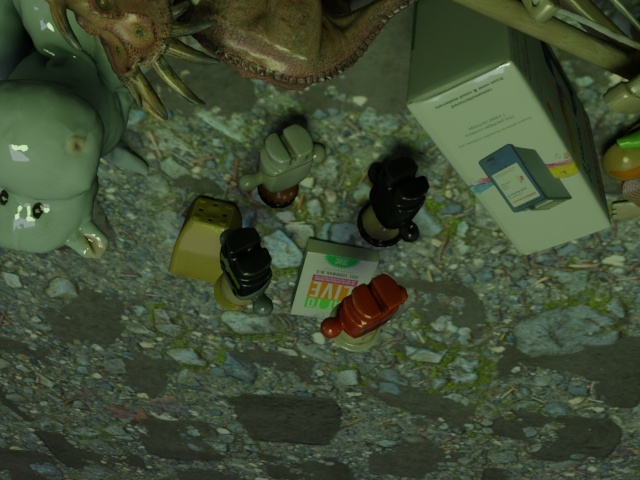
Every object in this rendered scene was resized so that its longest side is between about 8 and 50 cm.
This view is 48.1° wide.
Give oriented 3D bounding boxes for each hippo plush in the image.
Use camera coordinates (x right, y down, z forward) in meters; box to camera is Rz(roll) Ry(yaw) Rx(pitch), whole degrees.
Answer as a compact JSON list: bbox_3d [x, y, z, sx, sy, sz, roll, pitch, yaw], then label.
[{"bbox_3d":[-0.286,-0.112,0.677,0.234,0.237,0.294,18,141,-10],"label":"hippo plush"}]

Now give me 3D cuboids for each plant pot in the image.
[{"bbox_3d":[-0.141,-0.006,0.910,0.081,0.082,0.083,13,129,-4],"label":"plant pot"}]

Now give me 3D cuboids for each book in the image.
[{"bbox_3d":[0.017,0.056,0.990,0.096,0.035,0.144,10,140,-6],"label":"book"}]

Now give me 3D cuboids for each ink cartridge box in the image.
[{"bbox_3d":[0.171,-0.113,0.642,0.093,0.154,0.212,-20,132,30],"label":"ink cartridge box"}]

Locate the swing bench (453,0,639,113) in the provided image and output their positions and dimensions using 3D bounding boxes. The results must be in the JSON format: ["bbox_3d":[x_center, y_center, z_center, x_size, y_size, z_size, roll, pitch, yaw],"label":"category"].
[{"bbox_3d":[0.249,-0.231,0.472,0.254,0.165,0.253,26,138,-20],"label":"swing bench"}]

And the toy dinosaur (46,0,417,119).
[{"bbox_3d":[-0.062,-0.175,0.580,0.295,0.200,0.127,12,142,-3],"label":"toy dinosaur"}]

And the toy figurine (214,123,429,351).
[{"bbox_3d":[0.000,0.000,0.783,0.209,0.213,0.148,16,158,-3],"label":"toy figurine"}]

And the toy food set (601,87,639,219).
[{"bbox_3d":[0.359,-0.079,0.735,0.132,0.039,0.192,-7,139,20],"label":"toy food set"}]
